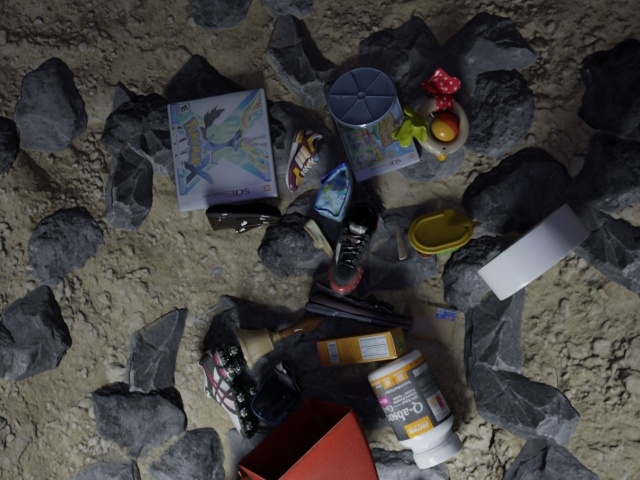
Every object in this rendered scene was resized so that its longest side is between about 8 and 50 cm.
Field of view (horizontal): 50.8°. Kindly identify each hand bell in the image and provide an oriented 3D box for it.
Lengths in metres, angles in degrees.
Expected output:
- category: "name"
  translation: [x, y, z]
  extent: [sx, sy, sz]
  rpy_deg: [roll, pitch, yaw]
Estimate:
- category: "hand bell"
  translation: [-0.103, 0.261, 1.885]
  extent: [0.241, 0.126, 0.126]
  rpy_deg: [-19, 82, -6]

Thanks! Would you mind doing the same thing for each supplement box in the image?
- category: "supplement box"
  translation: [0.110, 0.287, 1.808]
  extent: [0.233, 0.078, 0.080]
  rpy_deg: [-11, 89, 31]

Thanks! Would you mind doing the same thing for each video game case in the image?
- category: "video game case"
  translation: [-0.290, -0.267, 1.984]
  extent: [0.299, 0.036, 0.329]
  rpy_deg: [-8, 83, 6]
- category: "video game case"
  translation: [0.161, -0.294, 1.934]
  extent: [0.193, 0.023, 0.213]
  rpy_deg: [-19, 82, 5]

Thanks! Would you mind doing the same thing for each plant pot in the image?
- category: "plant pot"
  translation: [-0.006, 0.594, 1.729]
  extent: [0.267, 0.267, 0.236]
  rpy_deg: [-38, 100, -24]

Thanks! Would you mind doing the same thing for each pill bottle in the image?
- category: "pill bottle"
  translation: [0.252, 0.442, 1.778]
  extent: [0.162, 0.162, 0.279]
  rpy_deg: [-28, 81, 4]

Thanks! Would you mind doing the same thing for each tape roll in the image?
- category: "tape roll"
  translation: [0.543, 0.029, 1.722]
  extent: [0.286, 0.286, 0.100]
  rpy_deg: [-39, 80, 2]

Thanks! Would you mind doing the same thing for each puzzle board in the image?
- category: "puzzle board"
  translation: [0.306, 0.230, 1.868]
  extent: [0.128, 0.011, 0.097]
  rpy_deg: [10, 84, 8]

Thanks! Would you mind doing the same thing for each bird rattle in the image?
- category: "bird rattle"
  translation: [0.326, -0.341, 1.887]
  extent: [0.207, 0.143, 0.253]
  rpy_deg: [46, 68, -10]

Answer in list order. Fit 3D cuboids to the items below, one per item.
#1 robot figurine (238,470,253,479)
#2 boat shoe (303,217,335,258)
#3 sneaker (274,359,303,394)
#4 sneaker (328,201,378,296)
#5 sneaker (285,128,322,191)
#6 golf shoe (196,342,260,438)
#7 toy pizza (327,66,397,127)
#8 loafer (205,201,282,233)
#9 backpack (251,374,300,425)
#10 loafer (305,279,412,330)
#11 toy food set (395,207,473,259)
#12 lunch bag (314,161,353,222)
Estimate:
- category: "robot figurine"
  translation: [-0.179, 0.734, 1.821]
  extent: [0.158, 0.128, 0.220]
  rpy_deg: [-8, 81, 45]
- category: "boat shoe"
  translation: [0.000, 0.000, 1.916]
  extent: [0.045, 0.050, 0.135]
  rpy_deg: [-36, 78, 14]
- category: "sneaker"
  translation: [-0.089, 0.390, 1.895]
  extent: [0.043, 0.040, 0.109]
  rpy_deg: [-34, 85, 32]
- category: "sneaker"
  translation: [0.087, 0.014, 1.831]
  extent: [0.097, 0.135, 0.276]
  rpy_deg: [18, 73, 8]
- category: "sneaker"
  translation: [-0.046, -0.226, 1.931]
  extent: [0.083, 0.069, 0.186]
  rpy_deg: [10, 86, 14]
- category: "golf shoe"
  translation: [-0.254, 0.428, 1.891]
  extent: [0.120, 0.105, 0.273]
  rpy_deg: [-25, 80, 26]
- category: "toy pizza"
  translation: [0.119, -0.405, 1.927]
  extent: [0.201, 0.032, 0.201]
  rpy_deg: [-5, 68, 12]
- category: "loafer"
  translation: [-0.219, -0.061, 1.943]
  extent: [0.219, 0.080, 0.078]
  rpy_deg: [2, 118, 6]
- category: "backpack"
  translation: [-0.127, 0.448, 1.853]
  extent: [0.105, 0.084, 0.114]
  rpy_deg: [30, 65, 20]
- category: "loafer"
  translation: [0.110, 0.178, 1.855]
  extent: [0.302, 0.109, 0.095]
  rpy_deg: [11, 82, 11]
- category: "toy food set"
  translation: [0.315, -0.008, 1.869]
  extent: [0.217, 0.071, 0.128]
  rpy_deg: [-14, 59, 4]
- category: "lunch bag"
  translation: [0.047, -0.137, 1.880]
  extent: [0.096, 0.129, 0.151]
  rpy_deg: [23, 88, 9]
